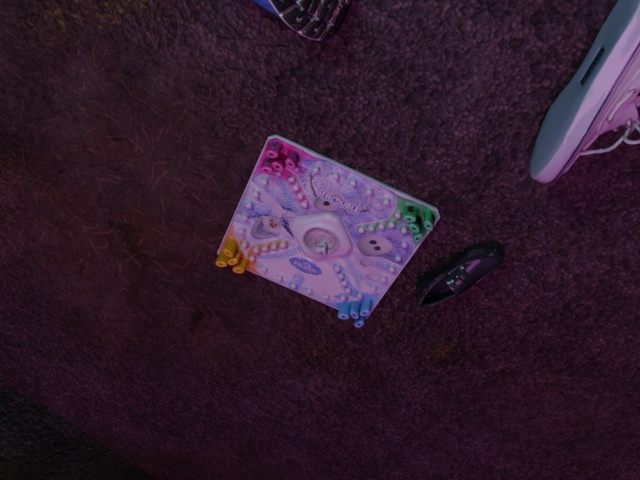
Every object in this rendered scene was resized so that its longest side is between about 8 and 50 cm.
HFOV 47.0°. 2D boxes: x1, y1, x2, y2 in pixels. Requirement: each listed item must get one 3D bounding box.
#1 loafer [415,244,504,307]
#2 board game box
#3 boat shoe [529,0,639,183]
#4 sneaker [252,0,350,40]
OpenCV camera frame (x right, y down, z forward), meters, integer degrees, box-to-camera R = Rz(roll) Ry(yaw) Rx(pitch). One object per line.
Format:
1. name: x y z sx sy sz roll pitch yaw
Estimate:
1. loafer: 0.298 0.083 1.582 0.076 0.078 0.223 41 128 -22
2. board game box: 0.000 0.000 1.608 0.390 0.050 0.390 24 132 -6
3. boat shoe: 0.496 -0.233 1.230 0.156 0.136 0.367 19 123 -6
4. sneaker: -0.091 -0.447 1.200 0.330 0.147 0.130 29 99 -32
